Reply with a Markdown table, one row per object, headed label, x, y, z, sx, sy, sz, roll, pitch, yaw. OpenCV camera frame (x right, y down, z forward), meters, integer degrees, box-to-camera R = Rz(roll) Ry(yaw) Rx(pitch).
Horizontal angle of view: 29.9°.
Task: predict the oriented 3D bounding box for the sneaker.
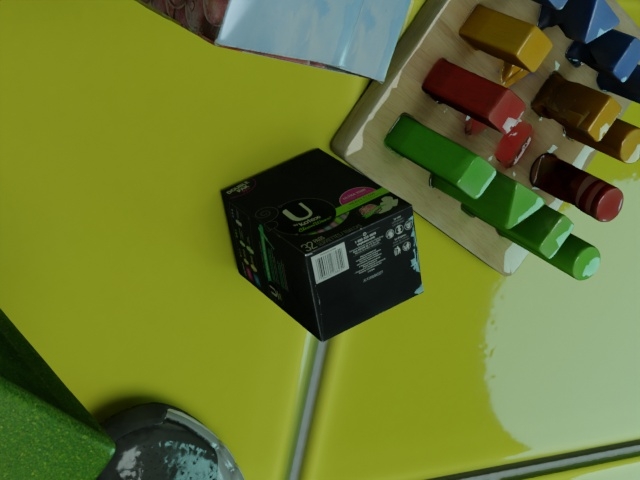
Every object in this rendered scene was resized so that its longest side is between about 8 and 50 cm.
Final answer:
| label | x | y | z | sx | sy | sz | roll | pitch | yaw |
| --- | --- | --- | --- | --- | --- | --- | --- | --- | --- |
| sneaker | -0.042 | 0.191 | 0.621 | 0.086 | 0.132 | 0.228 | -34 | 128 | -16 |

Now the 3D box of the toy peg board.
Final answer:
| label | x | y | z | sx | sy | sz | roll | pitch | yaw |
| --- | --- | --- | --- | --- | --- | --- | --- | --- | --- |
| toy peg board | 0.119 | -0.066 | 0.637 | 0.161 | 0.079 | 0.160 | 33 | 93 | -41 |

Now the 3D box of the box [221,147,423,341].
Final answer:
| label | x | y | z | sx | sy | sz | roll | pitch | yaw |
| --- | --- | --- | --- | --- | --- | --- | --- | --- | --- |
| box | 0.000 | 0.000 | 0.584 | 0.062 | 0.083 | 0.052 | -24 | 124 | -22 |

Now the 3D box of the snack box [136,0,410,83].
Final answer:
| label | x | y | z | sx | sy | sz | roll | pitch | yaw |
| --- | --- | --- | --- | --- | --- | --- | --- | --- | --- |
| snack box | -0.034 | -0.166 | 0.393 | 0.070 | 0.207 | 0.174 | 7 | 108 | -37 |

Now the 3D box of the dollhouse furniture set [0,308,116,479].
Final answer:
| label | x | y | z | sx | sy | sz | roll | pitch | yaw |
| --- | --- | --- | --- | --- | --- | --- | --- | --- | --- |
| dollhouse furniture set | -0.257 | 0.048 | 0.386 | 0.197 | 0.151 | 0.301 | -51 | 131 | -2 |
